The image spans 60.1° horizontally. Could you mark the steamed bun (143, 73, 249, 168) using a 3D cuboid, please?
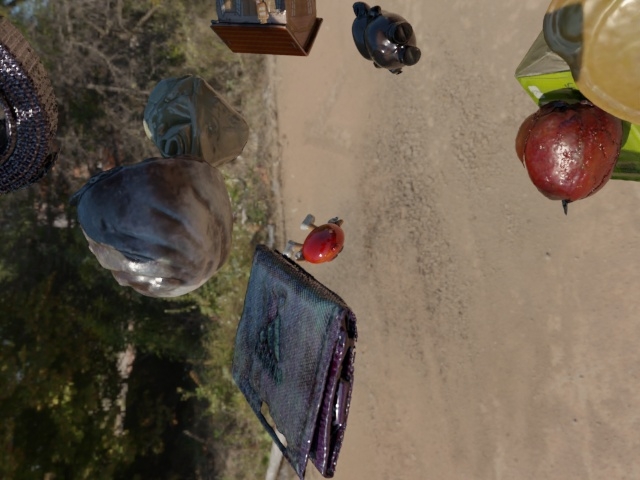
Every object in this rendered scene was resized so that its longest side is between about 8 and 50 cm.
[{"bbox_3d":[-0.282,-0.225,1.158,0.211,0.218,0.144,-26,19,46],"label":"steamed bun"}]

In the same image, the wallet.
[{"bbox_3d":[-0.023,0.073,0.393,0.166,0.030,0.111,30,108,61],"label":"wallet"}]

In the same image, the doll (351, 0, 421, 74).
[{"bbox_3d":[0.155,-0.496,1.356,0.182,0.117,0.257,64,179,-29],"label":"doll"}]

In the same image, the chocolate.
[{"bbox_3d":[-0.299,0.003,1.062,0.213,0.303,0.303,68,150,22],"label":"chocolate"}]

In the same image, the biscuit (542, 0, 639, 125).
[{"bbox_3d":[0.393,-0.267,0.554,0.057,0.311,0.352,-58,-33,-45],"label":"biscuit"}]

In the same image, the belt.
[{"bbox_3d":[-0.553,-0.219,0.838,0.122,0.260,0.325,-107,3,-51],"label":"belt"}]

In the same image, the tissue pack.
[{"bbox_3d":[0.489,-0.256,0.903,0.200,0.274,0.167,-56,28,-8],"label":"tissue pack"}]

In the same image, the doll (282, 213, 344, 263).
[{"bbox_3d":[0.000,0.000,1.557,0.217,0.085,0.183,10,59,52],"label":"doll"}]

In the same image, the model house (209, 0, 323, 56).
[{"bbox_3d":[-0.121,-0.434,1.071,0.293,0.207,0.154,13,121,30],"label":"model house"}]

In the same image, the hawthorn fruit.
[{"bbox_3d":[0.370,-0.124,0.828,0.148,0.148,0.172,-155,54,-66],"label":"hawthorn fruit"}]
